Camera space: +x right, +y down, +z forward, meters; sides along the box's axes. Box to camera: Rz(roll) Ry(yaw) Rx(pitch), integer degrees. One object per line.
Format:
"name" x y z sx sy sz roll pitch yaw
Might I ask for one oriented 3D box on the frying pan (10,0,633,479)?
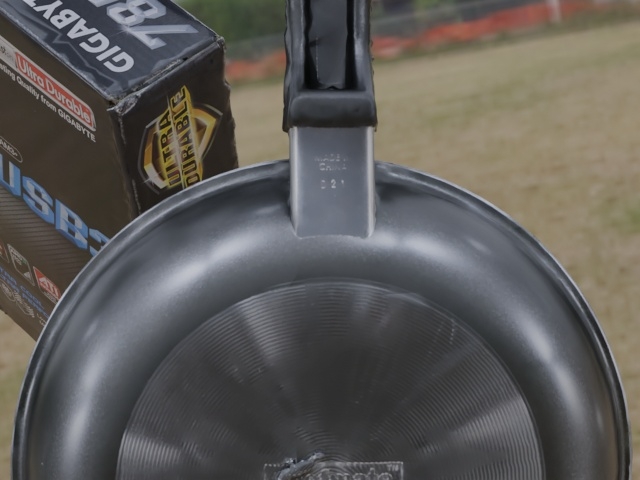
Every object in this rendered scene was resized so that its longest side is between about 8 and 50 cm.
"frying pan" 0.026 0.013 0.498 0.197 0.326 0.053 22 5 -5

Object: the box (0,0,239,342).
"box" -0.153 -0.052 0.871 0.073 0.293 0.295 -37 57 -25
